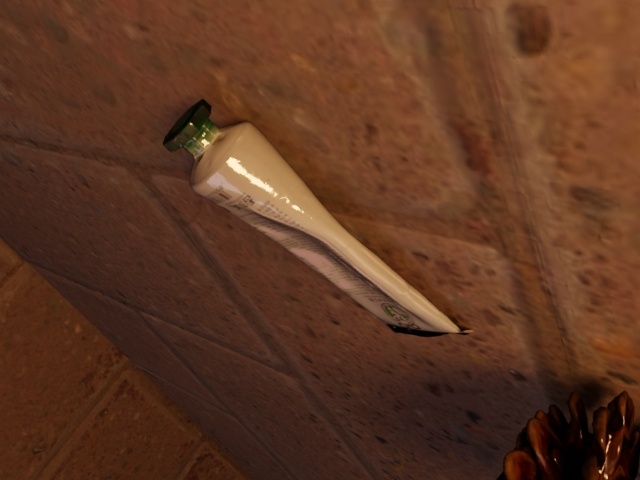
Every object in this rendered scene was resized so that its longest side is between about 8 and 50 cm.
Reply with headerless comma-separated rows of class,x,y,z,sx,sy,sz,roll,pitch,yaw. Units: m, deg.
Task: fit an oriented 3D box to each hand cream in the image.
hand cream,0.000,0.000,0.633,0.336,0.076,0.121,41,161,-24

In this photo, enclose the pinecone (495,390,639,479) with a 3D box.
pinecone,0.268,0.236,0.507,0.292,0.246,0.246,-3,138,27
